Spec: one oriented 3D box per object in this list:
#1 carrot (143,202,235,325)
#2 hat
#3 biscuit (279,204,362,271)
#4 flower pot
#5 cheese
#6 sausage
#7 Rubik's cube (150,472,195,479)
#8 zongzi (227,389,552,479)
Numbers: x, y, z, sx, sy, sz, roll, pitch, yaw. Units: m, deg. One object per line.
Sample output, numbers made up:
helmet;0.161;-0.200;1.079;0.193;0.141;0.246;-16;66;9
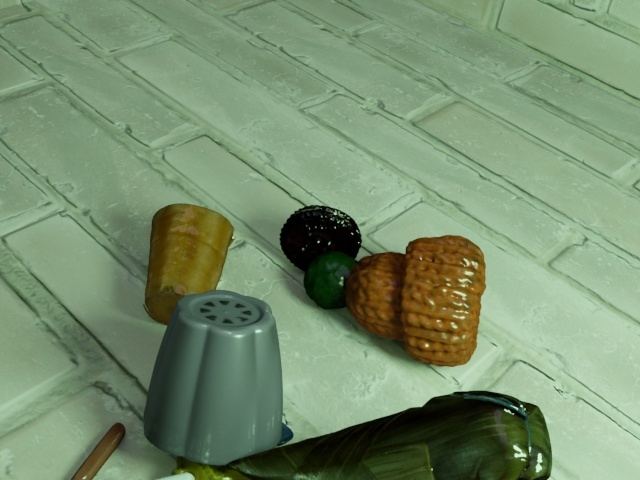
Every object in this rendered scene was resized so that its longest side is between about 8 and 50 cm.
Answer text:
carrot;-0.299;0.066;1.679;0.196;0.196;0.254;6;52;-3
hat;0.153;0.102;1.627;0.400;0.285;0.285;11;41;8
biscuit;0.000;0.000;1.764;0.195;0.194;0.053;10;38;2
flower pot;-0.187;0.230;1.380;0.265;0.243;0.265;6;17;-2
cheese;-0.156;0.392;1.389;0.250;0.064;0.156;-21;46;-40
sausage;-0.401;0.390;1.374;0.035;0.030;0.147;18;42;12
Rubik's cube;-0.290;0.550;1.000;0.322;0.315;0.318;-7;43;-19
zongzi;0.101;0.341;1.195;0.432;0.403;0.207;15;54;-12
